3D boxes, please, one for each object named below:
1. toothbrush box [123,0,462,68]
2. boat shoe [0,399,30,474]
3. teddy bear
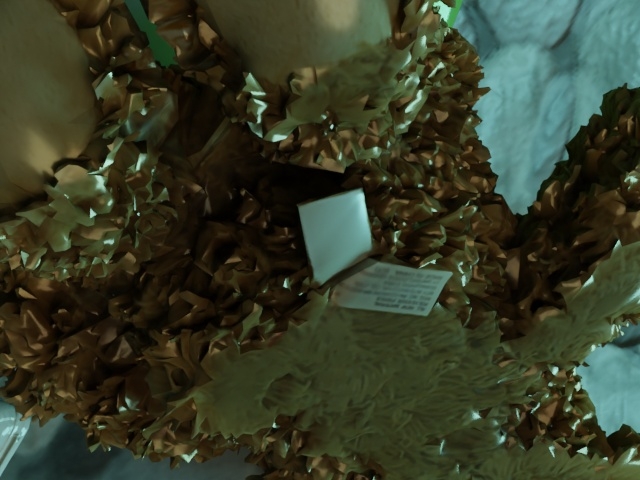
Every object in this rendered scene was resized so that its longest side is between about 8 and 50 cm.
[{"bbox_3d":[-0.088,-0.131,0.594,0.283,0.122,0.206,6,118,-30],"label":"toothbrush box"},{"bbox_3d":[-0.155,0.112,0.783,0.035,0.035,0.100,19,104,-34],"label":"boat shoe"},{"bbox_3d":[0.000,0.000,0.588,0.245,0.113,0.338,-40,134,18],"label":"teddy bear"}]
